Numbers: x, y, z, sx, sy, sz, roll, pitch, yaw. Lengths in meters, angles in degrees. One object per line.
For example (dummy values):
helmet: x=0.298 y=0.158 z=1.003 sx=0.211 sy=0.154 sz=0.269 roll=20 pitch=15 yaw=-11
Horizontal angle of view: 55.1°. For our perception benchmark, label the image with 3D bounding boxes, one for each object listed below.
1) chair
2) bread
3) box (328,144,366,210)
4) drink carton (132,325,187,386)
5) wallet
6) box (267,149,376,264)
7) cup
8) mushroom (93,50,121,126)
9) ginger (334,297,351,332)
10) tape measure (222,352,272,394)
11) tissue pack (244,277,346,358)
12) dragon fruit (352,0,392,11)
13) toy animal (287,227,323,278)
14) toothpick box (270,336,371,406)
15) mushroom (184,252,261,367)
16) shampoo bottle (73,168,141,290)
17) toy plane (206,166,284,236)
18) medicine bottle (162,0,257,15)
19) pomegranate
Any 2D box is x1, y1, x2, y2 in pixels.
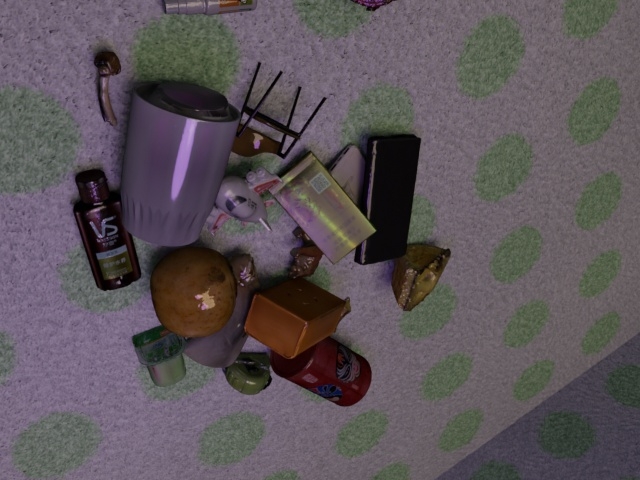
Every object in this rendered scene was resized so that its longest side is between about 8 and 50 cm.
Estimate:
chair: x=-0.134 y=-0.318 z=1.629 sx=0.159 sy=0.172 sz=0.246 roll=21 pitch=99 yaw=-39
bread: x=0.334 y=0.127 z=2.182 sx=0.262 sy=0.163 sz=0.204 roll=-22 pitch=129 yaw=-47
box: x=0.124 y=-0.159 z=1.932 sx=0.142 sy=0.044 sz=0.285 roll=-51 pitch=132 yaw=-16
drink carton: x=-0.472 y=0.357 z=1.857 sx=0.146 sy=0.144 sz=0.142 roll=-19 pitch=132 yaw=-20
wallet: x=0.212 y=-0.130 z=1.950 sx=0.228 sy=0.062 sz=0.405 roll=-10 pitch=113 yaw=-39
box: x=0.006 y=-0.095 z=1.823 sx=0.173 sy=0.043 sz=0.311 roll=-40 pitch=105 yaw=7
cup: x=-0.359 y=-0.191 z=1.506 sx=0.253 sy=0.253 sz=0.371 roll=4 pitch=118 yaw=-32
mushroom: x=-0.503 y=-0.359 z=1.452 sx=0.060 sy=0.061 sz=0.187 roll=1 pitch=130 yaw=-17
ginger: x=0.068 y=0.265 z=2.182 sx=0.137 sy=0.044 sz=0.057 roll=-52 pitch=148 yaw=9
tape measure: x=-0.240 y=0.439 z=2.039 sx=0.178 sy=0.154 sz=0.087 roll=8 pitch=120 yaw=-29
tissue pack: x=-0.074 y=0.235 z=1.900 sx=0.274 sy=0.194 sz=0.145 roll=-16 pitch=128 yaw=-61
dragon fruit: x=0.138 y=-0.715 z=1.566 sx=0.219 sy=0.148 sz=0.223 roll=18 pitch=122 yaw=-5
toy animal: x=0.000 y=0.000 z=1.955 sx=0.312 sy=0.097 sz=0.157 roll=-44 pitch=141 yaw=-2
toothpick box: x=0.006 y=0.436 z=2.146 sx=0.204 sy=0.204 sz=0.333 roll=-49 pitch=130 yaw=4
mushroom: x=-0.273 y=0.217 z=1.897 sx=0.177 sy=0.126 sz=0.397 roll=17 pitch=112 yaw=-28
shampoo bottle: x=-0.559 y=-0.025 z=1.599 sx=0.129 sy=0.084 sz=0.323 roll=-18 pitch=126 yaw=-23
toy plane: x=-0.213 y=-0.103 z=1.702 sx=0.252 sy=0.118 sz=0.252 roll=-25 pitch=151 yaw=-15
medicine bottle: x=-0.264 y=-0.580 z=1.450 sx=0.221 sy=0.061 sz=0.092 roll=-16 pitch=101 yaw=-22
pomegranate: x=-0.349 y=0.143 z=1.707 sx=0.260 sy=0.260 sz=0.260 roll=-15 pitch=125 yaw=-23
